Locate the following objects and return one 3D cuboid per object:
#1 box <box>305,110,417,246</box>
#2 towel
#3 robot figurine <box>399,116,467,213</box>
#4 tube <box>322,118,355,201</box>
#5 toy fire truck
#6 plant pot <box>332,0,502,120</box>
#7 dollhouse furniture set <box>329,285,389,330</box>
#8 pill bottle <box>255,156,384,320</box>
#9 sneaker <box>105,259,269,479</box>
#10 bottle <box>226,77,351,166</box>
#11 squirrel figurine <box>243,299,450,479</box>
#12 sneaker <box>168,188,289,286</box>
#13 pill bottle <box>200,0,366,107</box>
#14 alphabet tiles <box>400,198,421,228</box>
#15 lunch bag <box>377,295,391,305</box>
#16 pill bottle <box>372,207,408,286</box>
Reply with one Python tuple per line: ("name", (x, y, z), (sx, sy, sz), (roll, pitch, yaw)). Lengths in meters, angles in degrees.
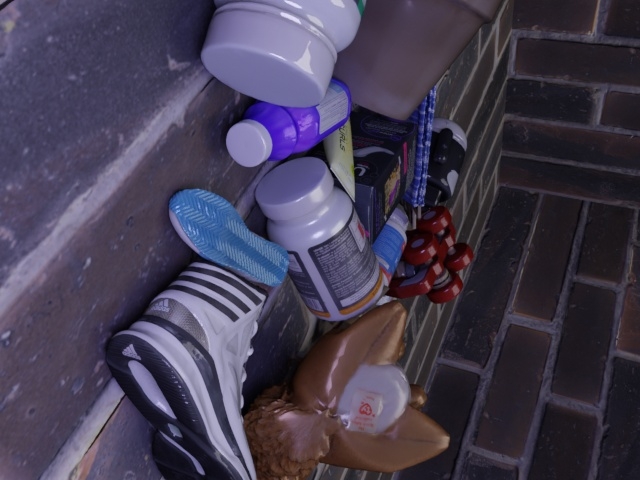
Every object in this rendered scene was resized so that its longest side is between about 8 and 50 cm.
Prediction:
("box", (0.078, -0.132, 1.350), (0.270, 0.165, 0.143), (-52, 150, -46))
("towel", (0.183, -0.266, 1.523), (0.243, 0.040, 0.336), (-136, -135, -61))
("robot figurine", (0.311, -0.218, 1.891), (0.173, 0.209, 0.278), (36, 67, -40))
("tube", (0.032, -0.180, 1.211), (0.240, 0.070, 0.062), (-94, -156, -43))
("toy fire truck", (0.252, 0.056, 1.804), (0.169, 0.254, 0.302), (55, 41, -20))
("plant pot", (0.130, -0.384, 1.211), (0.323, 0.323, 0.280), (-21, 138, -65))
("dollhouse furniture set", (0.037, 0.143, 1.516), (0.184, 0.129, 0.129), (-52, 165, 19))
("pill bottle", (0.000, 0.000, 1.183), (0.162, 0.162, 0.278), (-60, 138, -38))
("sneaker", (-0.136, 0.219, 1.007), (0.257, 0.169, 0.447), (-55, 147, -41))
("bottle", (-0.049, -0.193, 1.062), (0.283, 0.118, 0.092), (-43, 143, -54))
("squirrel figurine", (0.002, 0.313, 1.299), (0.281, 0.397, 0.370), (64, -15, -2))
("sneaker", (-0.147, 0.002, 0.980), (0.228, 0.092, 0.087), (43, 63, -44))
("pill bottle", (-0.026, -0.379, 0.896), (0.204, 0.204, 0.361), (37, 67, -67))
("alphabet tiles", (0.219, -0.218, 1.662), (0.285, 0.011, 0.342), (-101, -174, -62))
("lunch bag", (0.178, 0.155, 1.926), (0.083, 0.053, 0.071), (23, 79, -59))
("pill bottle", (0.144, 0.020, 1.660), (0.124, 0.124, 0.221), (78, 32, -48))
